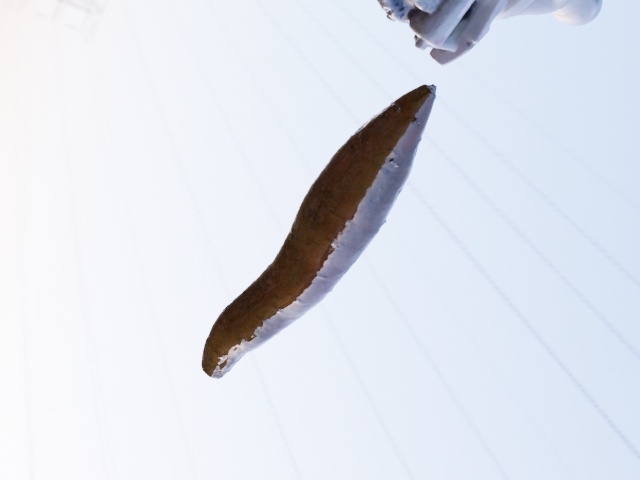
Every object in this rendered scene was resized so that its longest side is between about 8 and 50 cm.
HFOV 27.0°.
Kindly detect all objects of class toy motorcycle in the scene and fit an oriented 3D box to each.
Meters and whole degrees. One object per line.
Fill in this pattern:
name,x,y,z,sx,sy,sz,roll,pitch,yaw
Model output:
toy motorcycle,0.168,-0.223,0.987,0.260,0.171,0.110,-38,-140,2

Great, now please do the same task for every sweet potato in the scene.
sweet potato,0.001,0.001,0.886,0.264,0.057,0.057,-55,-155,25
